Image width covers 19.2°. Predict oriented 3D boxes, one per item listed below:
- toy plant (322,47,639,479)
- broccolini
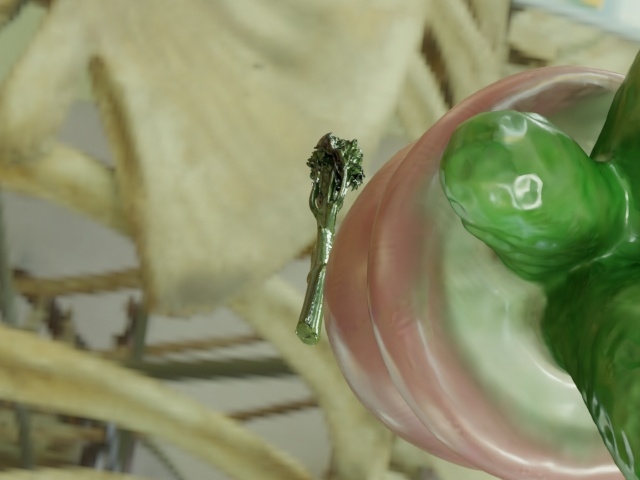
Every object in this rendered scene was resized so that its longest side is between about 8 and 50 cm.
[{"bbox_3d":[0.136,-0.010,0.910,0.356,0.211,0.317,141,-34,-75],"label":"toy plant"},{"bbox_3d":[-0.001,0.000,1.244,0.218,0.042,0.044,-78,166,-53],"label":"broccolini"}]
